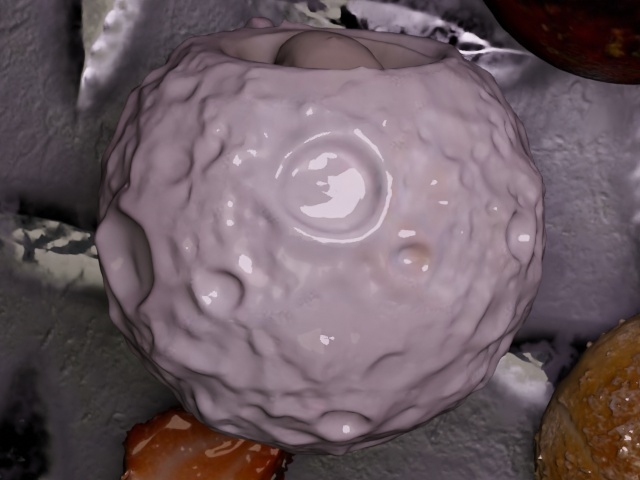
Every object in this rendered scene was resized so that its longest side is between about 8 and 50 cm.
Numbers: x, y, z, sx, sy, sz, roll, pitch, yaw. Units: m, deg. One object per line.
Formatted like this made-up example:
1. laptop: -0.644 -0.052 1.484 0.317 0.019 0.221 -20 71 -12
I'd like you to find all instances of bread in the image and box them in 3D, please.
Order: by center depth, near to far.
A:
1. bread: 0.322 0.198 1.219 0.305 0.159 0.306 1 104 6

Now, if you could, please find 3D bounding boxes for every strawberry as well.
1. strawberry: -0.099 0.195 1.304 0.140 0.085 0.192 21 103 3

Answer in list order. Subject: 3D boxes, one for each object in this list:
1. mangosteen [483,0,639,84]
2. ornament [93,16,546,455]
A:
1. mangosteen: 0.233 -0.256 1.073 0.311 0.311 0.311 1 103 6
2. ornament: 0.000 0.000 1.126 0.337 0.337 0.337 1 103 6
